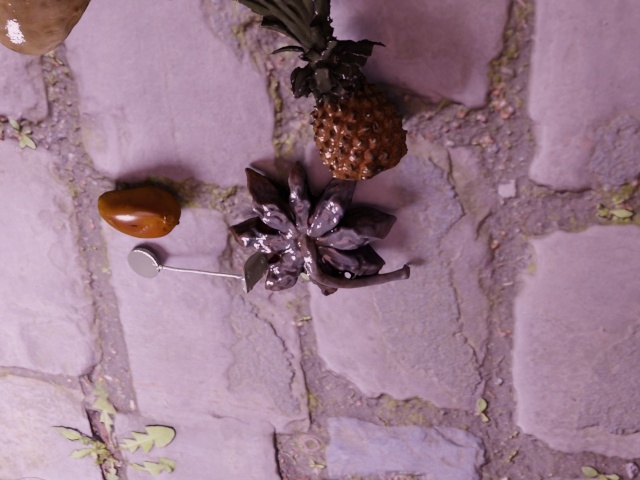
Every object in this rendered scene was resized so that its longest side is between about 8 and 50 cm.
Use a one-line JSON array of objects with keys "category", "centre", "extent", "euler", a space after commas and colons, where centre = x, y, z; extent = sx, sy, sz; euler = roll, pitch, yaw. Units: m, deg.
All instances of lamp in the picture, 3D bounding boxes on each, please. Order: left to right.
[{"category": "lamp", "centre": [-0.171, 0.032, 1.898], "extent": [0.198, 0.056, 0.050], "euler": [9, 134, 22]}]

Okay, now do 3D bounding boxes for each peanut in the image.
[{"category": "peanut", "centre": [-0.322, -0.329, 1.562], "extent": [0.122, 0.137, 0.253], "euler": [43, 143, 35]}]

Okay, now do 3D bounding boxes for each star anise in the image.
[{"category": "star anise", "centre": [0.000, -0.001, 1.787], "extent": [0.262, 0.081, 0.230], "euler": [33, 117, -11]}]

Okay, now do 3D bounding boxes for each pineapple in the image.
[{"category": "pineapple", "centre": [0.005, -0.202, 1.596], "extent": [0.130, 0.119, 0.277], "euler": [31, 152, 53]}]

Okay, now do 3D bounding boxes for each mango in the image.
[{"category": "mango", "centre": [-0.241, -0.038, 1.829], "extent": [0.114, 0.060, 0.080], "euler": [7, 147, 6]}]
